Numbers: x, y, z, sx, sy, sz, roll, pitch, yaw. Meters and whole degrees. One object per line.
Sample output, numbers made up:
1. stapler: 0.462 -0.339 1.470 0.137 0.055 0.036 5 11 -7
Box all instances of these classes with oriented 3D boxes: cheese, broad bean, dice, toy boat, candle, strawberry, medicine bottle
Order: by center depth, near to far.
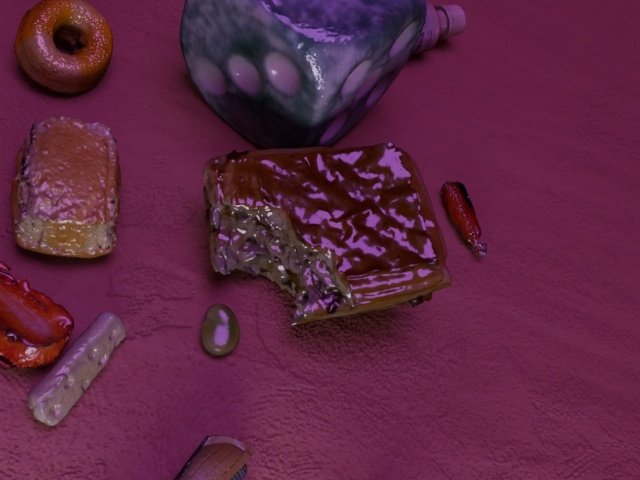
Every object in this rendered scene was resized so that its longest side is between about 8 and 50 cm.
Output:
1. toy boat: -0.186 0.405 1.245 0.121 0.089 0.321 40 52 -6
2. cheese: -0.351 0.184 1.350 0.043 0.065 0.194 3 41 32
3. strawberry: -0.449 0.115 1.360 0.188 0.082 0.121 41 33 21
4. broad bean: -0.158 0.142 1.464 0.063 0.045 0.083 2 64 -18
5. dice: -0.035 -0.378 1.687 0.328 0.348 0.330 41 59 10
6. candle: 0.274 -0.038 1.752 0.053 0.048 0.162 -24 63 6
7. medicine bottle: 0.192 -0.450 1.955 0.252 0.114 0.114 -16 64 -30

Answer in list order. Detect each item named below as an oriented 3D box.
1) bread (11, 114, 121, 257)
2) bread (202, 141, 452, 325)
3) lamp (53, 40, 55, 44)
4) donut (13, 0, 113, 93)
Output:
1. bread: -0.402 -0.090 1.483 0.174 0.121 0.245 9 50 -25
2. bread: 0.000 0.000 1.533 0.370 0.191 0.314 -8 65 -11
3. lamp: -0.499 -0.326 1.668 0.063 0.031 0.083 -13 66 -25
4. donut: -0.450 -0.356 1.648 0.174 0.075 0.190 41 48 -15
